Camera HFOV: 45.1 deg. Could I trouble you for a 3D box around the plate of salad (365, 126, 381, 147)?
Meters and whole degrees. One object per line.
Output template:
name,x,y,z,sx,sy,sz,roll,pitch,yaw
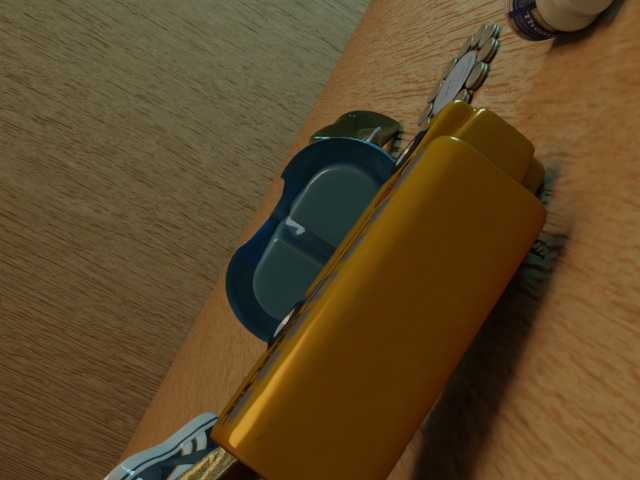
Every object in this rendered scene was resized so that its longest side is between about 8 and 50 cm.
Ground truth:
plate of salad,0.059,-0.062,1.085,0.200,0.048,0.200,20,-90,-81

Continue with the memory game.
memory game,0.179,-0.206,1.020,0.186,0.012,0.186,-58,11,18

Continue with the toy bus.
toy bus,0.059,0.037,0.573,0.333,0.108,0.130,-54,4,-17

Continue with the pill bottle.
pill bottle,0.223,-0.226,0.718,0.067,0.067,0.120,-61,10,2

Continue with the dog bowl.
dog bowl,0.000,0.000,0.972,0.297,0.166,0.074,-57,0,22

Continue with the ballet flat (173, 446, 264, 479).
ballet flat,-0.066,0.240,0.676,0.348,0.123,0.123,-46,13,7

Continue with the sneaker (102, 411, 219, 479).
sneaker,-0.210,0.364,1.163,0.126,0.127,0.321,-53,-12,16

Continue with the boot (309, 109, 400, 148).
boot,0.043,-0.106,1.203,0.213,0.077,0.165,-34,-39,-49
